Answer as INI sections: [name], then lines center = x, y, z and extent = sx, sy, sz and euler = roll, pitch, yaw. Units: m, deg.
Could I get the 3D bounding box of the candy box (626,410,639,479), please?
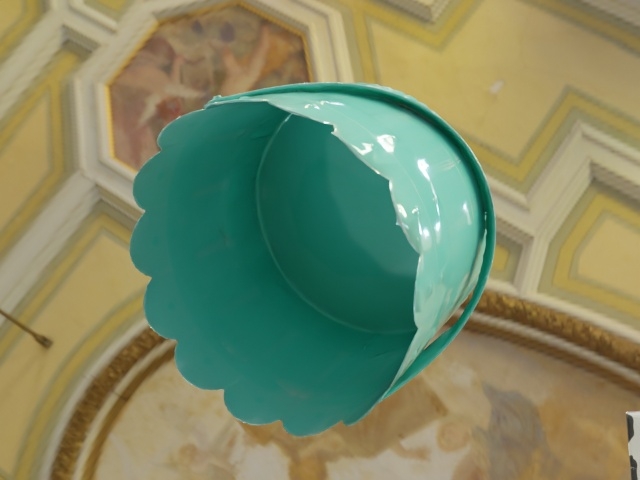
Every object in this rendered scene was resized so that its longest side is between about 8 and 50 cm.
[candy box]
center = 0.305, 0.266, 0.936
extent = 0.070, 0.165, 0.196
euler = -6, -129, 16

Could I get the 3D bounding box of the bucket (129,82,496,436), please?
[bucket]
center = 0.000, 0.000, 0.921
extent = 0.281, 0.183, 0.281
euler = 11, -67, 27
